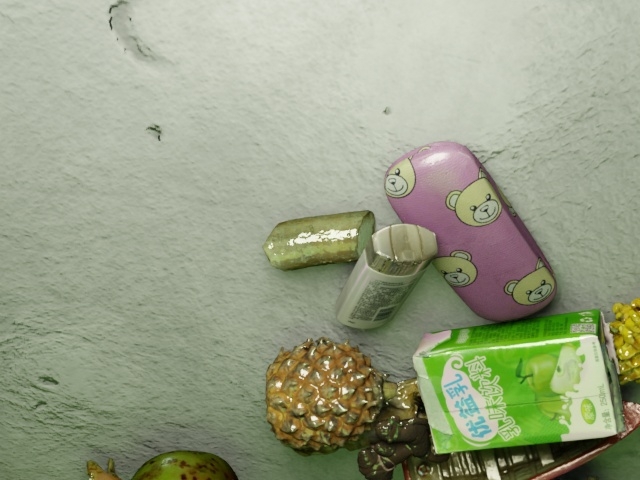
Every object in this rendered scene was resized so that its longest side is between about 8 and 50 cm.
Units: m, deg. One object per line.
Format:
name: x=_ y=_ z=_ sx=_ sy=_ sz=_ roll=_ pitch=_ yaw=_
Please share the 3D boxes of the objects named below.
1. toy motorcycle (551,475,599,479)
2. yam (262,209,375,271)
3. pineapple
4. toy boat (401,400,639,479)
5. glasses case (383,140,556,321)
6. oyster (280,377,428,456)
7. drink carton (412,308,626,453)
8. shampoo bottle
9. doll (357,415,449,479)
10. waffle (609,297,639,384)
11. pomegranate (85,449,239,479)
toy motorcycle: x=0.395 y=0.489 z=1.548 sx=0.237 sy=0.168 sz=0.410 roll=-16 pitch=144 yaw=22
yam: x=0.000 y=0.000 z=1.222 sx=0.147 sy=0.069 sz=0.069 roll=-8 pitch=131 yaw=7
pineapple: x=0.017 y=0.221 z=1.361 sx=0.193 sy=0.166 sz=0.166 roll=-4 pitch=132 yaw=5
toy boat: x=0.322 y=0.323 z=1.481 sx=0.392 sy=0.136 sz=0.079 roll=-17 pitch=159 yaw=11
glasses case: x=0.197 y=-0.003 z=1.205 sx=0.123 sy=0.075 sz=0.316 roll=-25 pitch=127 yaw=24
oyster: x=0.083 y=0.275 z=1.471 sx=0.345 sy=0.078 sz=0.128 roll=-19 pitch=120 yaw=21
drink carton: x=0.278 y=0.195 z=1.310 sx=0.271 sy=0.108 sz=0.161 roll=-11 pitch=101 yaw=18
shampoo bottle: x=0.081 y=0.052 z=1.221 sx=0.086 sy=0.055 sz=0.227 roll=-3 pitch=155 yaw=-12
doll: x=0.112 y=0.309 z=1.391 sx=0.139 sy=0.057 sz=0.165 roll=-30 pitch=139 yaw=10
waffle: x=0.509 y=0.132 z=1.328 sx=0.197 sy=0.070 sz=0.193 roll=-7 pitch=131 yaw=4
pomegranate: x=-0.252 y=0.440 z=1.562 sx=0.286 sy=0.231 sz=0.231 roll=21 pitch=146 yaw=40
